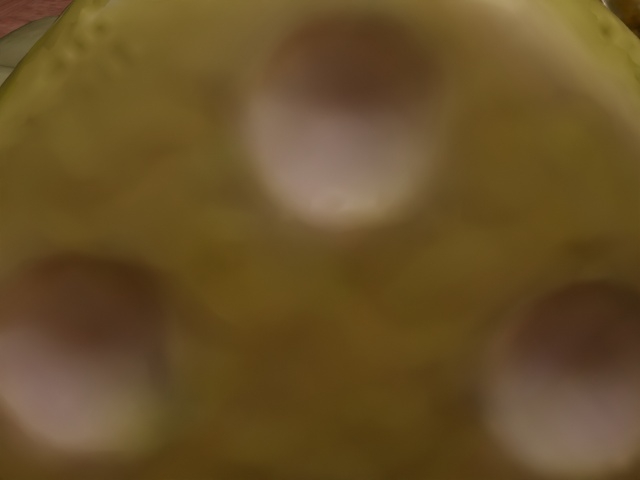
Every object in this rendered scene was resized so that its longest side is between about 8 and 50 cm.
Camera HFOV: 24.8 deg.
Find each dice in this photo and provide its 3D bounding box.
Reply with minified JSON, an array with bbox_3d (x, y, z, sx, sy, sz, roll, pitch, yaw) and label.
[{"bbox_3d":[0.000,0.000,0.497,0.238,0.233,0.227,-47,12,12],"label":"dice"}]

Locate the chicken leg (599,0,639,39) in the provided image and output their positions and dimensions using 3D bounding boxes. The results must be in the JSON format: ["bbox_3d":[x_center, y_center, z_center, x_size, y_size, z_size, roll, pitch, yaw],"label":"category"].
[{"bbox_3d":[0.159,-0.105,0.816,0.201,0.153,0.429,-17,13,-6],"label":"chicken leg"}]

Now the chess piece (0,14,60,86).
[{"bbox_3d":[-0.262,0.008,0.902,0.234,0.234,0.442,-10,22,34],"label":"chess piece"}]
